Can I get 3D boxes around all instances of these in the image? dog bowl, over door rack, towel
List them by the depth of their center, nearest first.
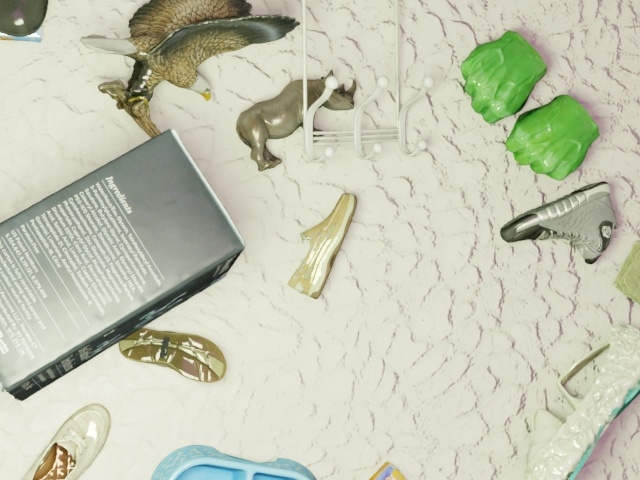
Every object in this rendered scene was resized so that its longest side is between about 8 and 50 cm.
[{"bbox_3d":[-0.130,0.429,1.882,0.297,0.074,0.166,12,83,-12],"label":"dog bowl"},{"bbox_3d":[0.067,-0.297,1.927,0.239,0.108,0.324,-7,87,-41],"label":"over door rack"},{"bbox_3d":[0.613,0.078,2.118,0.148,0.027,0.110,36,77,-8],"label":"towel"}]

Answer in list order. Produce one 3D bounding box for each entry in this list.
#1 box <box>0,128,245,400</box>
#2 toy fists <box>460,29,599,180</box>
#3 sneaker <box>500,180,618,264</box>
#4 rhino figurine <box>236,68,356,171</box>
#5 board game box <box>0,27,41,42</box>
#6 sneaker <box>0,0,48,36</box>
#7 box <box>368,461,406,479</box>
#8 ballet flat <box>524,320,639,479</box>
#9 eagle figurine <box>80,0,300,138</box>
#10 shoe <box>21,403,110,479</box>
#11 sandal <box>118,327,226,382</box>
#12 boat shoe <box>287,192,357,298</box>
[{"bbox_3d":[-0.343,0.046,1.735,0.395,0.293,0.212,-32,87,-14],"label":"box"},{"bbox_3d":[0.358,-0.229,2.046,0.142,0.096,0.279,-42,95,-23],"label":"toy fists"},{"bbox_3d":[0.437,-0.009,2.053,0.229,0.086,0.132,-23,94,-16],"label":"sneaker"},{"bbox_3d":[-0.035,-0.214,1.956,0.243,0.073,0.106,-33,88,-19],"label":"rhino figurine"},{"bbox_3d":[-0.555,-0.404,1.859,0.212,0.039,0.160,0,85,-15],"label":"board game box"},{"bbox_3d":[-0.483,-0.486,1.794,0.122,0.146,0.330,-4,84,-16],"label":"sneaker"},{"bbox_3d":[0.095,0.451,1.960,0.136,0.028,0.081,-44,97,-15],"label":"box"},{"bbox_3d":[0.451,0.308,2.025,0.147,0.147,0.409,44,74,-7],"label":"ballet flat"},{"bbox_3d":[-0.214,-0.311,1.866,0.226,0.225,0.298,43,88,8],"label":"eagle figurine"},{"bbox_3d":[-0.407,0.353,1.826,0.076,0.058,0.219,39,78,-8],"label":"shoe"},{"bbox_3d":[-0.239,0.185,1.891,0.180,0.049,0.072,13,77,2],"label":"sandal"},{"bbox_3d":[0.000,0.000,1.955,0.072,0.068,0.190,23,81,1],"label":"boat shoe"}]
